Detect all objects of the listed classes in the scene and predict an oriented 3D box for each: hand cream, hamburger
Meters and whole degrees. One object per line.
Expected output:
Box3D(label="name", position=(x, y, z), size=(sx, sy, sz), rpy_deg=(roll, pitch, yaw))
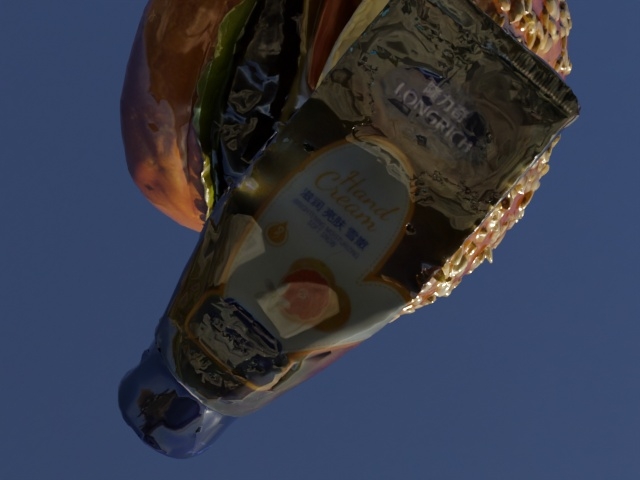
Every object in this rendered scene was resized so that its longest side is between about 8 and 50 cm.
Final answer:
Box3D(label="hand cream", position=(0.000, 0.000, 0.551), size=(0.062, 0.163, 0.039), rpy_deg=(42, -156, 1))
Box3D(label="hamburger", position=(0.029, -0.089, 1.200), size=(0.225, 0.291, 0.291), rpy_deg=(27, -116, 24))
